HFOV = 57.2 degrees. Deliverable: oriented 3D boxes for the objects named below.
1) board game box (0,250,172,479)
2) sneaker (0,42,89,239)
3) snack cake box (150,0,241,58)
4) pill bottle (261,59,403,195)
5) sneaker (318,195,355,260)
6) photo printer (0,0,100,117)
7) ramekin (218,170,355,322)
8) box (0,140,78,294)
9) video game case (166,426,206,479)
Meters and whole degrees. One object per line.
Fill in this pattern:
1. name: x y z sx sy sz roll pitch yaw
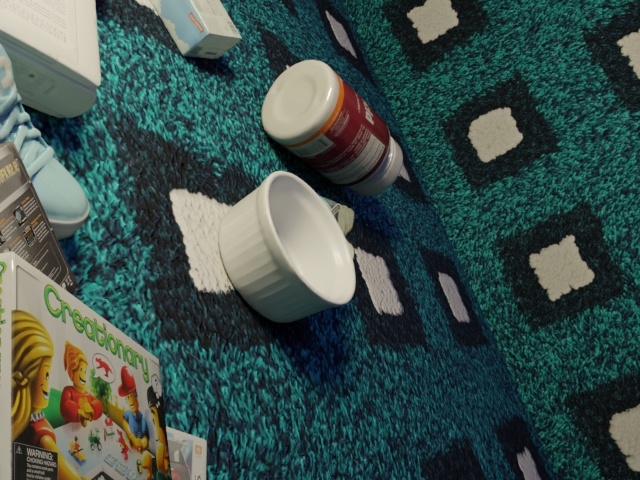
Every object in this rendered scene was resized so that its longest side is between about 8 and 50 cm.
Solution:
1. board game box: -0.216 0.163 0.536 0.305 0.053 0.192 75 0 -62
2. sneaker: -0.383 -0.147 0.642 0.366 0.150 0.135 46 29 -31
3. snack cake box: -0.307 -0.547 1.320 0.264 0.089 0.152 60 25 -1
4. pill bottle: 0.048 -0.278 1.556 0.392 0.224 0.224 31 38 -49
5. sneaker: 0.000 0.000 1.340 0.122 0.110 0.283 30 31 -19
6. photo printer: -0.435 -0.348 0.809 0.256 0.107 0.307 24 45 -52
7. ramekin: -0.064 0.021 1.112 0.277 0.135 0.277 44 29 -33
8. box: -0.315 0.022 0.549 0.231 0.056 0.183 -110 -175 -67
9. video game case: -0.206 0.292 0.663 0.201 0.023 0.183 38 32 -41
